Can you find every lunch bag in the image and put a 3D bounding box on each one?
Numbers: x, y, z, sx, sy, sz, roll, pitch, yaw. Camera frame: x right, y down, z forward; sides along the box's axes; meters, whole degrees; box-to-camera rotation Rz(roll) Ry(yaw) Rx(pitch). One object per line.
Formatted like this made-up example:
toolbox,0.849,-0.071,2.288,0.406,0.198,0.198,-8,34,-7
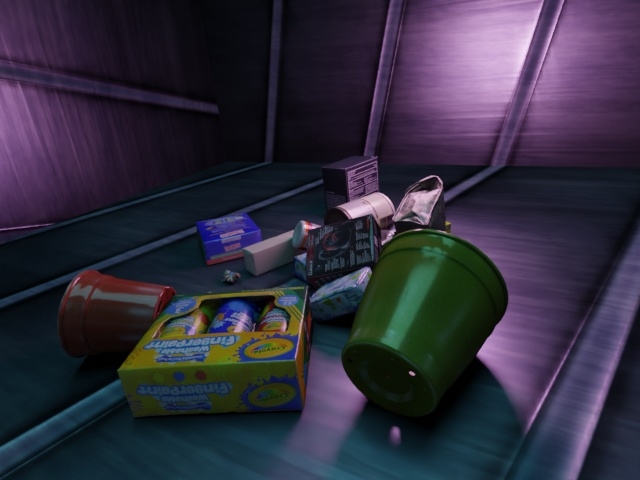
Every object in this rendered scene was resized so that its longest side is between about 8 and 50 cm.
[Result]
lunch bag,0.424,-0.092,1.711,0.168,0.235,0.287,10,51,32
lunch bag,0.077,0.175,1.380,0.218,0.090,0.176,-25,11,32
lunch bag,-0.018,0.109,1.662,0.128,0.097,0.151,-19,40,-33

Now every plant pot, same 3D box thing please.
plant pot,-0.607,0.237,1.311,0.264,0.273,0.272,4,23,2
plant pot,0.233,0.220,1.047,0.366,0.367,0.353,10,39,34

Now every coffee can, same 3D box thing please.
coffee can,0.184,-0.092,1.938,0.275,0.202,0.201,-22,27,-34

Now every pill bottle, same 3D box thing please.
pill bottle,0.000,0.000,1.783,0.220,0.121,0.121,16,15,-21

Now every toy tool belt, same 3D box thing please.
toy tool belt,-0.365,0.155,1.702,0.083,0.052,0.051,7,57,37

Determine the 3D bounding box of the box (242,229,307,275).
box,-0.192,0.049,1.817,0.274,0.113,0.094,-20,25,-32

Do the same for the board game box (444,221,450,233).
board game box,0.505,-0.052,1.900,0.043,0.092,0.181,-20,26,-29

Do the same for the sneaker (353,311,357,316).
sneaker,0.179,0.213,1.384,0.170,0.063,0.075,-19,31,-17

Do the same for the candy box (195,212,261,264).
candy box,-0.448,-0.018,2.031,0.267,0.122,0.317,-13,22,-18

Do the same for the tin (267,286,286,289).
tin,-0.193,0.218,1.509,0.189,0.040,0.106,-15,20,-20

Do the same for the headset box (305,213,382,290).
headset box,0.073,0.048,1.535,0.292,0.110,0.218,-14,53,20

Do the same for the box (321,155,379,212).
box,0.174,-0.293,2.305,0.182,0.295,0.296,14,29,40

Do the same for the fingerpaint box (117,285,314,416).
fingerpaint box,-0.256,0.291,1.179,0.443,0.164,0.371,-4,22,6

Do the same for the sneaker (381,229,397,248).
sneaker,0.237,0.012,1.710,0.106,0.078,0.234,11,26,23

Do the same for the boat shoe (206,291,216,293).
boat shoe,-0.405,0.237,1.469,0.064,0.075,0.206,1,18,16
